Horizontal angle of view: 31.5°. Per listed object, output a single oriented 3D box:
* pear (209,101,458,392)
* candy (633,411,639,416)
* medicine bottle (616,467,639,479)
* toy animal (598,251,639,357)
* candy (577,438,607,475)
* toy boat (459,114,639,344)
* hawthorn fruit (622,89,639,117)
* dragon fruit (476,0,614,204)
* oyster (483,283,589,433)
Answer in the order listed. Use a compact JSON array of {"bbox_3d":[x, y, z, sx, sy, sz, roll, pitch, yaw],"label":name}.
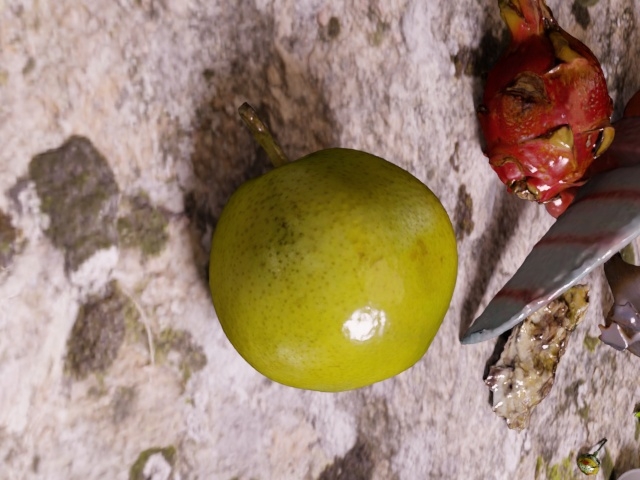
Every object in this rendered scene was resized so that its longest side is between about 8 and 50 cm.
[{"bbox_3d":[0.000,0.000,0.803,0.180,0.166,0.216,-26,90,-34],"label":"pear"},{"bbox_3d":[0.447,0.253,1.443,0.102,0.032,0.178,-47,126,-38],"label":"candy"},{"bbox_3d":[0.400,0.328,1.352,0.130,0.080,0.080,45,59,-42],"label":"medicine bottle"},{"bbox_3d":[0.339,0.047,1.192,0.197,0.272,0.160,34,40,0],"label":"toy animal"},{"bbox_3d":[0.316,0.245,1.294,0.083,0.025,0.023,-22,92,-55],"label":"candy"},{"bbox_3d":[0.242,-0.002,1.083,0.282,0.206,0.096,-43,106,-21],"label":"toy boat"},{"bbox_3d":[0.462,-0.116,1.244,0.165,0.285,0.165,3,86,-41],"label":"hawthorn fruit"},{"bbox_3d":[0.202,-0.159,1.057,0.125,0.125,0.246,-29,107,-42],"label":"dragon fruit"},{"bbox_3d":[0.218,0.112,1.145,0.108,0.053,0.166,28,77,-37],"label":"oyster"}]
